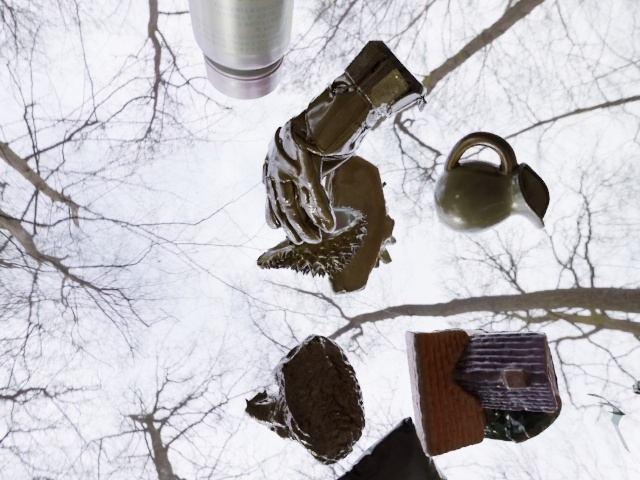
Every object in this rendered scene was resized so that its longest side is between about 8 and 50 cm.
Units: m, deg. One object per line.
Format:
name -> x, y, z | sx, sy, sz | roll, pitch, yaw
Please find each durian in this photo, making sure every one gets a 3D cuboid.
durian -> 0.000, 0.000, 0.949 | 0.307, 0.172, 0.166 | -31, -108, -31

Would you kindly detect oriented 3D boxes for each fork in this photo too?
fork -> 0.420, 0.259, 0.572 | 0.021, 0.039, 0.235 | -44, -54, 6

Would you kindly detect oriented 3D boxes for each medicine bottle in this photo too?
medicine bottle -> -0.159, -0.484, 0.814 | 0.214, 0.378, 0.213 | 4, -113, -8

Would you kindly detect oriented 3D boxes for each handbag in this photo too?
handbag -> 0.154, 0.513, 0.862 | 0.211, 0.089, 0.254 | -35, -62, -9

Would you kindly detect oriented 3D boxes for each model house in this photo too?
model house -> 0.262, 0.252, 0.681 | 0.238, 0.237, 0.202 | 16, -108, -55

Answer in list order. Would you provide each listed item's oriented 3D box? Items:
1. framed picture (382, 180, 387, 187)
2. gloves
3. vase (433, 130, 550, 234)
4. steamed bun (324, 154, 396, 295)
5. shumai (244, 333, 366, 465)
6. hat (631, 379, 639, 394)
framed picture -> 0.108, -0.107, 1.531 | 0.016, 0.213, 0.289 | 51, -121, -9
gloves -> 0.001, -0.127, 0.585 | 0.141, 0.331, 0.154 | 18, -141, -36
vase -> 0.505, -0.175, 1.231 | 0.241, 0.303, 0.329 | -48, -56, -40
steamed bun -> 0.128, -0.043, 1.238 | 0.248, 0.189, 0.426 | 0, -102, -3
shumai -> -0.032, 0.272, 0.698 | 0.167, 0.176, 0.205 | -20, -89, -47
hat -> 0.606, 0.266, 0.649 | 0.122, 0.166, 0.081 | 10, -62, -53
